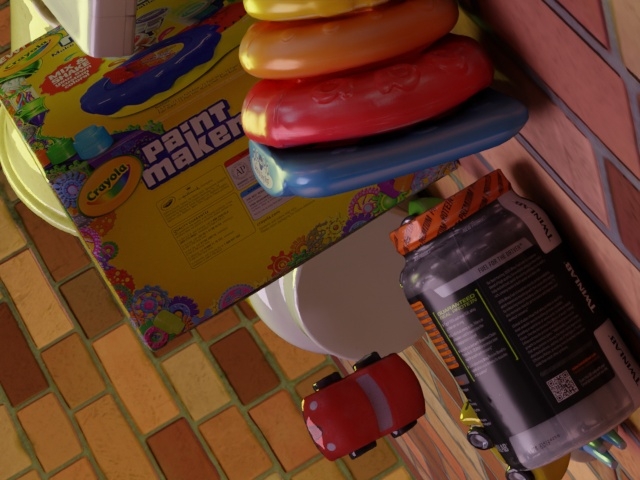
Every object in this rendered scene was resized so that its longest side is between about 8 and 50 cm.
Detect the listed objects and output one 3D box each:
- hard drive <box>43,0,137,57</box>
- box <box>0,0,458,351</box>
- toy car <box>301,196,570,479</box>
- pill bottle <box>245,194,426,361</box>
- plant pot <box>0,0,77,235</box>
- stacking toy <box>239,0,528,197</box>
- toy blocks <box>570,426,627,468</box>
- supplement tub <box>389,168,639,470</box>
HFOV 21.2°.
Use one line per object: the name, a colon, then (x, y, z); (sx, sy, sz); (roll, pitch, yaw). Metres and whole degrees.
hard drive: (-0.189, -0.352, 1.368); (0.233, 0.047, 0.353); (-132, 42, -57)
box: (-0.091, -0.102, 1.418); (0.177, 0.290, 0.279); (63, 172, -30)
toy car: (0.097, 0.065, 1.267); (0.053, 0.239, 0.225); (-31, 52, 49)
pill bottle: (0.000, 0.000, 1.641); (0.188, 0.188, 0.334); (61, 173, -20)
plant pot: (-0.208, -0.215, 1.852); (0.334, 0.334, 0.305); (55, 162, 29)
stacking toy: (0.007, -0.188, 1.058); (0.175, 0.166, 0.302); (-132, 27, -71)
toy blocks: (0.186, 0.113, 1.350); (0.123, 0.054, 0.148); (64, 171, -22)
supplement tub: (0.134, 0.053, 1.188); (0.190, 0.117, 0.117); (59, 173, 0)
